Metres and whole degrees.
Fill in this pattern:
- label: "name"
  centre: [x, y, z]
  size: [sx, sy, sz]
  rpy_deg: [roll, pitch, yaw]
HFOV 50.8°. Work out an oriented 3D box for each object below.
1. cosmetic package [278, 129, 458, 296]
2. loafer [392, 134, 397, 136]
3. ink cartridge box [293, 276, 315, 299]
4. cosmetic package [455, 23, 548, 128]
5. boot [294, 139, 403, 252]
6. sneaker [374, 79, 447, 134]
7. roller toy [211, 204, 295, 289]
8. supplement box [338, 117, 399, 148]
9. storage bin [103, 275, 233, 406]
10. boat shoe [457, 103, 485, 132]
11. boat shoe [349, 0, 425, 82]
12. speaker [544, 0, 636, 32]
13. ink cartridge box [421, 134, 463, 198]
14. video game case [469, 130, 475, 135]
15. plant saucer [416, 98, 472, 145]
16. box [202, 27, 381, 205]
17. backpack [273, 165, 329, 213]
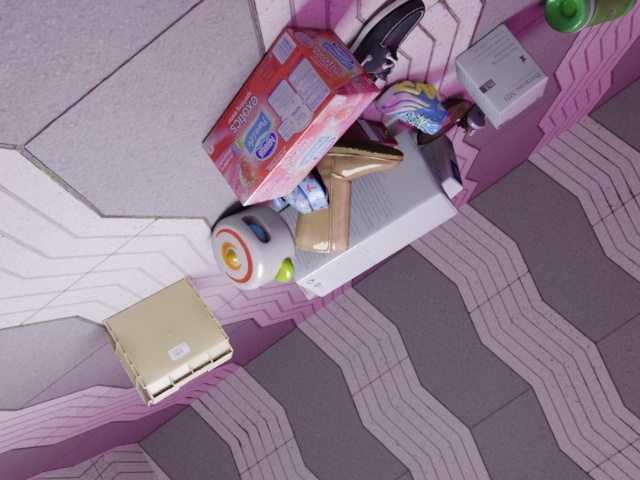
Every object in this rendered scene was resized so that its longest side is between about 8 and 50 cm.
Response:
- label: "cosmetic package"
  centre: [0.113, -0.067, 1.846]
  size: [0.453, 0.230, 0.161]
  rpy_deg: [-32, 149, 14]
- label: "loafer"
  centre: [0.222, -0.229, 1.987]
  size: [0.109, 0.095, 0.302]
  rpy_deg: [-35, 167, 7]
- label: "ink cartridge box"
  centre: [-0.014, 0.076, 2.314]
  size: [0.100, 0.172, 0.237]
  rpy_deg: [-27, 165, -31]
- label: "cosmetic package"
  centre: [0.459, -0.415, 1.724]
  size: [0.151, 0.184, 0.151]
  rpy_deg: [-37, 167, 7]
- label: "boot"
  centre: [0.064, -0.100, 1.597]
  size: [0.089, 0.236, 0.270]
  rpy_deg: [-66, 163, -65]
- label: "sneaker"
  centre: [0.237, -0.319, 1.638]
  size: [0.240, 0.126, 0.091]
  rpy_deg: [-22, 162, -46]
- label: "roller toy"
  centre: [-0.174, 0.019, 1.678]
  size: [0.209, 0.191, 0.146]
  rpy_deg: [4, -158, 46]
- label: "supplement box"
  centre: [0.106, -0.240, 1.690]
  size: [0.104, 0.081, 0.188]
  rpy_deg: [-41, 165, 26]
- label: "storage bin"
  centre: [-0.413, 0.276, 1.845]
  size: [0.262, 0.260, 0.123]
  rpy_deg: [-29, 162, -26]
- label: "boat shoe"
  centre: [0.466, -0.365, 2.108]
  size: [0.083, 0.065, 0.183]
  rpy_deg: [-41, -175, 30]
- label: "boat shoe"
  centre: [0.096, -0.338, 1.294]
  size: [0.302, 0.091, 0.114]
  rpy_deg: [-42, 166, 28]
- label: "speaker"
  centre: [0.707, -0.620, 1.751]
  size: [0.296, 0.131, 0.131]
  rpy_deg: [-25, 164, -36]
- label: "ink cartridge box"
  centre: [0.294, -0.154, 2.130]
  size: [0.330, 0.071, 0.324]
  rpy_deg: [-43, -159, 27]
- label: "video game case"
  centre: [0.535, -0.410, 2.234]
  size: [0.087, 0.011, 0.122]
  rpy_deg: [-60, 179, -27]
- label: "plant saucer"
  centre: [0.359, -0.359, 2.005]
  size: [0.198, 0.036, 0.198]
  rpy_deg: [-34, 167, -9]
- label: "box"
  centre: [-0.057, -0.216, 1.210]
  size: [0.142, 0.154, 0.300]
  rpy_deg: [-19, 158, -51]
- label: "backpack"
  centre: [-0.059, -0.128, 1.473]
  size: [0.117, 0.173, 0.158]
  rpy_deg: [-34, 168, -5]
